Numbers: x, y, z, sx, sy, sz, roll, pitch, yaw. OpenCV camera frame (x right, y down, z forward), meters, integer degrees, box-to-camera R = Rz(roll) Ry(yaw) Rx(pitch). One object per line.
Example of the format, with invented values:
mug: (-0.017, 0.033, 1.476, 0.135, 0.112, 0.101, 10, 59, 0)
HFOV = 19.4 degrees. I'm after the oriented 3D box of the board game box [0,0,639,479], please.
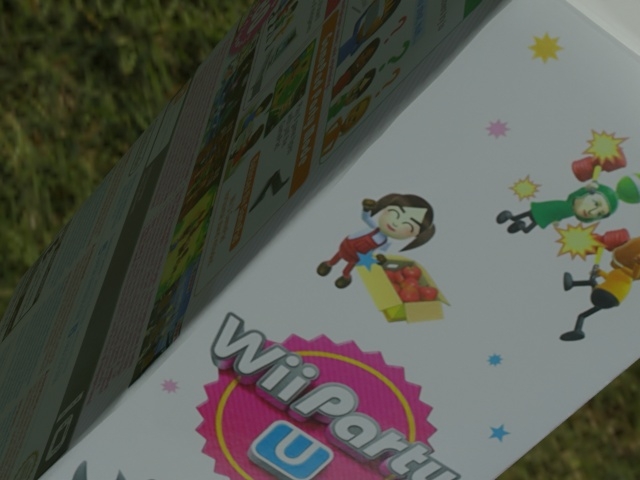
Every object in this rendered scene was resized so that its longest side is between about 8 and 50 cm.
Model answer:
board game box: (0.000, 0.000, 0.572, 0.097, 0.224, 0.303, 34, 121, -16)
